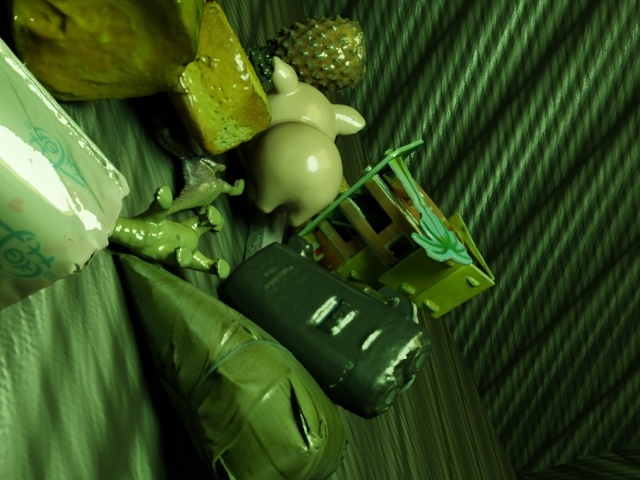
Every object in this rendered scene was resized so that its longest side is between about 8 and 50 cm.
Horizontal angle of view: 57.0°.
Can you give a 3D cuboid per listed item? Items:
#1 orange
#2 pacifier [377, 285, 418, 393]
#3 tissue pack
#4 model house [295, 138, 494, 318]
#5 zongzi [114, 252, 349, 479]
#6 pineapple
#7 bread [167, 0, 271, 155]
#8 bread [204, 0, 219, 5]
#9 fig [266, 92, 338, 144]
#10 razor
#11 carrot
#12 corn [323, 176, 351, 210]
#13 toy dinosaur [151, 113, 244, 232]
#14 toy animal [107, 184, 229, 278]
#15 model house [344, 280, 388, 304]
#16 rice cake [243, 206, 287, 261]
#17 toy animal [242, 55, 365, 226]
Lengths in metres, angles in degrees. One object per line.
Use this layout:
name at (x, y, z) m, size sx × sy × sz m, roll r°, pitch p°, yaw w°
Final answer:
orange at (0.000, 0.000, 1.396) m, size 0.156 × 0.124 × 0.156 m, roll 58°, pitch 14°, yaw -25°
pacifier at (0.138, 0.245, 1.482) m, size 0.207 × 0.227 × 0.278 m, roll 9°, pitch 74°, yaw -33°
tissue pack at (-0.301, -0.070, 0.414) m, size 0.271 × 0.202 × 0.124 m, roll 54°, pitch 23°, yaw -32°
model house at (0.138, 0.030, 1.125) m, size 0.323 × 0.300 × 0.340 m, roll 51°, pitch 28°, yaw 3°
zongzi at (-0.121, 0.184, 0.809) m, size 0.360 × 0.160 × 0.323 m, roll 44°, pitch -11°, yaw 22°
pineapple at (-0.080, -0.407, 1.313) m, size 0.175 × 0.361 × 0.175 m, roll -2°, pitch 90°, yaw -85°
bread at (-0.182, -0.272, 0.983) m, size 0.268 × 0.146 × 0.268 m, roll -24°, pitch 90°, yaw -89°
bread at (-0.269, -0.456, 1.156) m, size 0.246 × 0.135 × 0.232 m, roll 64°, pitch 16°, yaw -7°
fig at (-0.056, -0.233, 1.469) m, size 0.321 × 0.217 × 0.216 m, roll 76°, pitch -1°, yaw -63°
razor at (0.007, 0.130, 0.944) m, size 0.327 × 0.189 × 0.107 m, roll 35°, pitch -36°, yaw 25°
carrot at (-0.269, -0.363, 0.771) m, size 0.241 × 0.242 × 0.340 m, roll 40°, pitch 43°, yaw -57°
corn at (0.001, -0.179, 1.654) m, size 0.363 × 0.120 × 0.120 m, roll 61°, pitch 17°, yaw -19°
toy dinosaur at (-0.215, -0.083, 0.969) m, size 0.200 × 0.072 × 0.251 m, roll 37°, pitch 41°, yaw -44°
toy animal at (-0.214, -0.006, 0.795) m, size 0.219 × 0.101 × 0.103 m, roll 25°, pitch 63°, yaw -68°
model house at (0.044, 0.144, 1.163) m, size 0.261 × 0.226 × 0.241 m, roll 41°, pitch 24°, yaw -60°
rice cake at (-0.108, -0.023, 1.210) m, size 0.072 × 0.056 × 0.365 m, roll 56°, pitch 19°, yaw -26°
toy animal at (-0.055, -0.181, 1.155) m, size 0.237 × 0.269 × 0.326 m, roll 28°, pitch 8°, yaw -30°
